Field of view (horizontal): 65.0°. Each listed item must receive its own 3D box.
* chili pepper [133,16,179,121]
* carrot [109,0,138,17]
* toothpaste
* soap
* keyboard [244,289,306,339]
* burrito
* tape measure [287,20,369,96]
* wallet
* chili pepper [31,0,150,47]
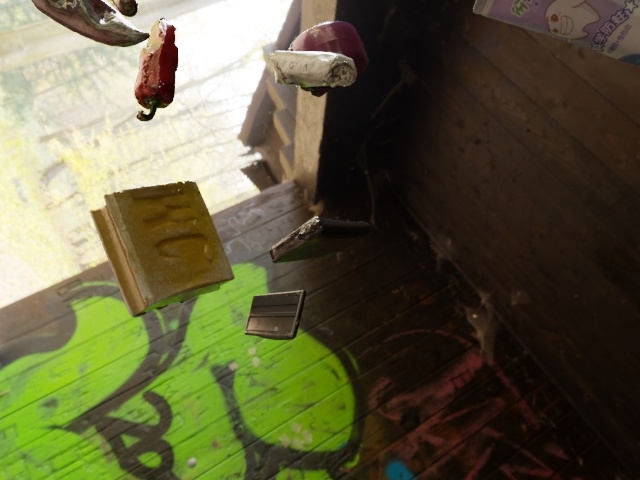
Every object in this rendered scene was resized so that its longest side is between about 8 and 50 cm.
[{"bbox_3d":[-0.446,-0.470,1.374,0.110,0.110,0.387,116,-25,-66],"label":"chili pepper"},{"bbox_3d":[-0.322,-0.387,0.800,0.165,0.036,0.035,48,-24,43],"label":"carrot"},{"bbox_3d":[0.438,-0.355,0.800,0.372,0.080,0.125,27,-32,8],"label":"toothpaste"},{"bbox_3d":[-0.435,0.012,1.403,0.156,0.294,0.334,-30,-101,40],"label":"soap"},{"bbox_3d":[-0.079,0.142,0.980,0.381,0.041,0.103,156,-51,-67],"label":"keyboard"},{"bbox_3d":[-0.019,-0.301,0.888,0.203,0.064,0.064,20,-45,41],"label":"burrito"},{"bbox_3d":[0.024,-0.527,1.486,0.232,0.245,0.149,-18,-94,32],"label":"tape measure"},{"bbox_3d":[0.000,0.000,1.066,0.149,0.250,0.044,-33,-105,27],"label":"wallet"},{"bbox_3d":[-0.255,-0.246,0.542,0.153,0.050,0.041,29,-1,-4],"label":"chili pepper"}]
